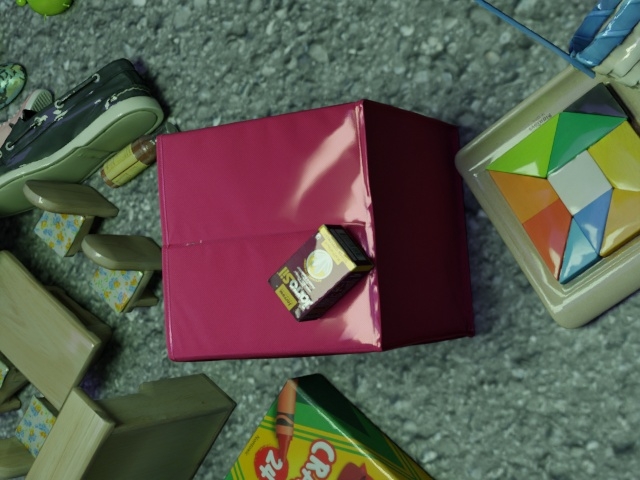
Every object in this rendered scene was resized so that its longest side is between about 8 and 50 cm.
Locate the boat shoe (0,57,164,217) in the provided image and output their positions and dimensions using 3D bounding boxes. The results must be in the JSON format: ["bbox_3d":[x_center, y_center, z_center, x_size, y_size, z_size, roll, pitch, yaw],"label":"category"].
[{"bbox_3d":[-0.377,-0.145,1.457,0.340,0.127,0.113,-30,72,25],"label":"boat shoe"}]

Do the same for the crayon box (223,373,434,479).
[{"bbox_3d":[0.039,0.335,1.226,0.318,0.081,0.202,39,107,25],"label":"crayon box"}]

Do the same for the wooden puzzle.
[{"bbox_3d":[0.284,-0.058,1.107,0.221,0.044,0.238,-38,71,21],"label":"wooden puzzle"}]

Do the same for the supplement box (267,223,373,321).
[{"bbox_3d":[0.000,0.031,0.988,0.083,0.043,0.055,-45,71,20],"label":"supplement box"}]

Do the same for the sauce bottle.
[{"bbox_3d":[-0.248,-0.118,1.429,0.128,0.042,0.042,-30,74,25],"label":"sauce bottle"}]

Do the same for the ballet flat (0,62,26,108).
[{"bbox_3d":[-0.534,-0.221,1.586,0.188,0.070,0.070,-23,77,28],"label":"ballet flat"}]

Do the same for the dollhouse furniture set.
[{"bbox_3d":[-0.352,0.169,1.358,0.394,0.256,0.362,38,107,25],"label":"dollhouse furniture set"}]

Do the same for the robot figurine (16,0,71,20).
[{"bbox_3d":[-0.403,-0.378,1.510,0.101,0.067,0.115,-27,76,15],"label":"robot figurine"}]

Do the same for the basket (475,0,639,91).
[{"bbox_3d":[0.308,-0.267,0.995,0.289,0.201,0.255,38,109,-7],"label":"basket"}]

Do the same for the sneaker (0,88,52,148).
[{"bbox_3d":[-0.451,-0.174,1.543,0.070,0.051,0.134,31,108,22],"label":"sneaker"}]

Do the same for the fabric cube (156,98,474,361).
[{"bbox_3d":[0.000,0.000,1.159,0.258,0.254,0.259,-6,85,28],"label":"fabric cube"}]
